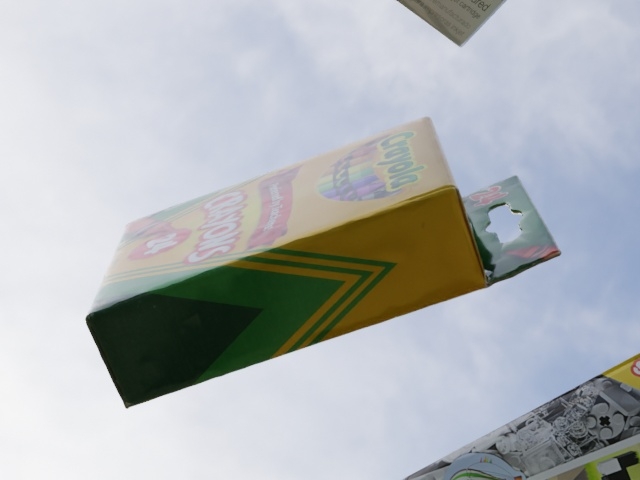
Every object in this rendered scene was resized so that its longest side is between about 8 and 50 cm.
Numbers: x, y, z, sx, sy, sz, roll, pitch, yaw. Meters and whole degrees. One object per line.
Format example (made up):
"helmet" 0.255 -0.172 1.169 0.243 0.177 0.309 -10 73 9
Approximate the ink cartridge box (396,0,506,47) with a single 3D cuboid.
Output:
"ink cartridge box" 0.101 -0.302 0.902 0.171 0.168 0.232 27 -65 -41

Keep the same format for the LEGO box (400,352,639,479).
"LEGO box" 0.273 0.304 0.651 0.373 0.500 0.193 -28 -37 -1

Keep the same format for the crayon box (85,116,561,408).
"crayon box" 0.000 0.000 0.916 0.319 0.202 0.081 -19 -72 5
